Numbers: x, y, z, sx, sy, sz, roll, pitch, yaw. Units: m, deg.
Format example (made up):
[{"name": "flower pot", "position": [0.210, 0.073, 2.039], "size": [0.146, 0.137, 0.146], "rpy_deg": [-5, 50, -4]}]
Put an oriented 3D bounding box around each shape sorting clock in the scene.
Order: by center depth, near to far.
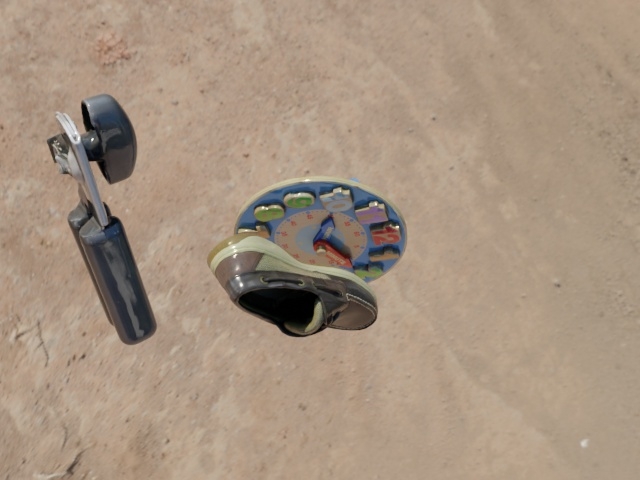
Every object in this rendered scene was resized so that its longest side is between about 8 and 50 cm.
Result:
[{"name": "shape sorting clock", "position": [0.000, 0.000, 0.888], "size": [0.206, 0.206, 0.040], "rpy_deg": [15, 46, -20]}]

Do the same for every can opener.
[{"name": "can opener", "position": [-0.214, -0.017, 0.802], "size": [0.095, 0.283, 0.076], "rpy_deg": [-26, 40, -22]}]

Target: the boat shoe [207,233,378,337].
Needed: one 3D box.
[{"name": "boat shoe", "position": [-0.013, 0.044, 0.518], "size": [0.152, 0.056, 0.049], "rpy_deg": [22, 39, -41]}]
